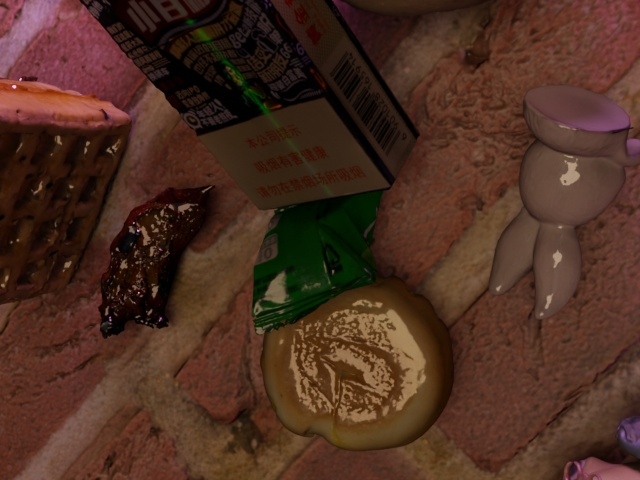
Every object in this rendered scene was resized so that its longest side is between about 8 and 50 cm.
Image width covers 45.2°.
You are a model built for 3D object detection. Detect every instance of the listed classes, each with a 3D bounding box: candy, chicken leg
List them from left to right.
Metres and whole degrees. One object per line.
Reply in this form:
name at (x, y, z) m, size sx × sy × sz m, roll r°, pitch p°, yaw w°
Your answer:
chicken leg at (-0.205, 0.023, 0.924) m, size 0.105 × 0.063 × 0.233 m, roll 24°, pitch 100°, yaw 8°
candy at (0.000, -0.003, 0.805) m, size 0.141 × 0.203 × 0.078 m, roll -8°, pitch 126°, yaw 13°

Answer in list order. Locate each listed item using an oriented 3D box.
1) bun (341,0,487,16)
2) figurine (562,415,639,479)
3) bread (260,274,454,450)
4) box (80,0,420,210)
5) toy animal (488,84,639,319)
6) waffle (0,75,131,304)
bun at (0.108, -0.375, 0.717) m, size 0.326 × 0.234 × 0.362 m, roll 38°, pitch 88°, yaw 3°
figurine at (0.374, 0.203, 0.734) m, size 0.275 × 0.226 × 0.394 m, roll 15°, pitch 88°, yaw -16°
bread at (0.040, 0.127, 0.839) m, size 0.213 × 0.105 × 0.213 m, roll 1°, pitch 93°, yaw 20°
box at (-0.066, -0.171, 0.732) m, size 0.198 × 0.084 × 0.310 m, roll -6°, pitch 133°, yaw 45°
toy animal at (0.245, -0.037, 0.777) m, size 0.104 × 0.131 × 0.220 m, roll 33°, pitch 131°, yaw 39°
waffle at (-0.372, -0.043, 0.806) m, size 0.114 × 0.376 × 0.261 m, roll 29°, pitch 104°, yaw 11°
